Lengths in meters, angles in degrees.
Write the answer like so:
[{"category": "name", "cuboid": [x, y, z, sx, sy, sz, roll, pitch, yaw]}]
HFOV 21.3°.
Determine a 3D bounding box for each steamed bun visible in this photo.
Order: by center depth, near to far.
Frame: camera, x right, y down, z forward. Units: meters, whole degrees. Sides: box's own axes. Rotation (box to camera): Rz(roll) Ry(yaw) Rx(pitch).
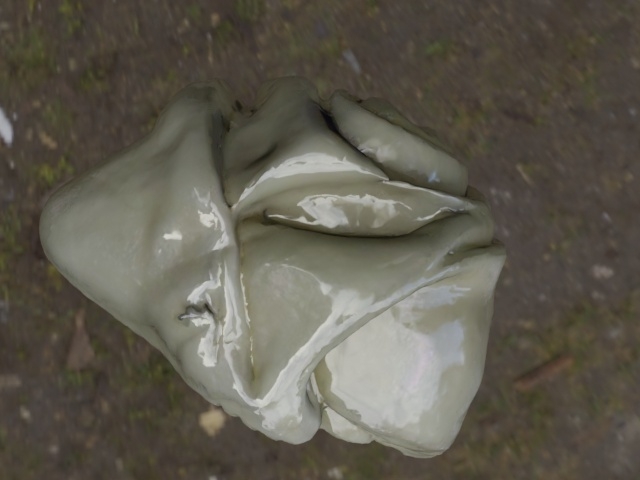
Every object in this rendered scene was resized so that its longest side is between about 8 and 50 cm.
[{"category": "steamed bun", "cuboid": [0.000, 0.000, 1.382, 0.255, 0.368, 0.342, -56, 156, 17]}]
